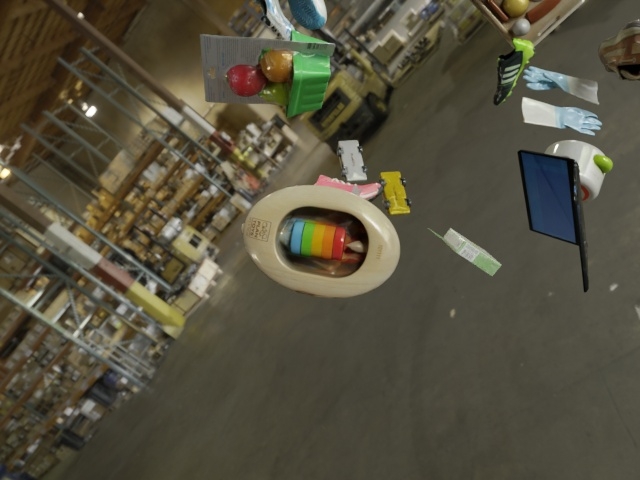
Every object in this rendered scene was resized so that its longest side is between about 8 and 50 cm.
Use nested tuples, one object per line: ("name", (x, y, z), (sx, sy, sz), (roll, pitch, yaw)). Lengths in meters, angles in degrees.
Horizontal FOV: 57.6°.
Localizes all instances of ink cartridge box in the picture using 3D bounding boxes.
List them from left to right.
("ink cartridge box", (0.479, 0.017, 1.953), (0.056, 0.171, 0.235), (-55, 23, 12))

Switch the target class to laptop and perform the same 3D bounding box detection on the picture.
("laptop", (0.517, -0.053, 1.304), (0.136, 0.234, 0.264), (-5, 32, 27))

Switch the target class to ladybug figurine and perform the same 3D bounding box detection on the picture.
("ladybug figurine", (0.000, 0.000, 1.634), (0.162, 0.448, 0.305), (-18, -59, -81))

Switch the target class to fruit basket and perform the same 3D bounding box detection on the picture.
("fruit basket", (-0.154, -0.480, 1.646), (0.327, 0.352, 0.166), (113, 162, -71))

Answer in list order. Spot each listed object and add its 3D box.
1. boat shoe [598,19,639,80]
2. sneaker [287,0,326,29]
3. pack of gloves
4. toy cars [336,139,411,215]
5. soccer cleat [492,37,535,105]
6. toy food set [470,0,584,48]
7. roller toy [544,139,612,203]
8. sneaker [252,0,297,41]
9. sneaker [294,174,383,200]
("boat shoe", (0.790, -0.466, 1.492), (0.123, 0.117, 0.324), (-1, 3, 16))
("sneaker", (-0.027, -0.544, 1.253), (0.229, 0.092, 0.087), (67, 151, 27))
("pack of gloves", (0.655, -0.384, 1.560), (0.046, 0.231, 0.195), (115, 162, -62))
("toy cars", (0.196, -0.228, 2.238), (0.176, 0.393, 0.087), (-45, -13, -26))
("soccer cleat", (0.472, -0.427, 1.476), (0.060, 0.072, 0.179), (-72, 4, -49))
("toy food set", (0.566, -0.719, 1.676), (0.219, 0.306, 0.092), (-42, 7, 27))
("roller toy", (0.785, -0.206, 1.831), (0.209, 0.191, 0.146), (80, -147, -71))
("sneaker", (-0.146, -0.726, 1.957), (0.086, 0.237, 0.085), (-32, 5, -15))
("sneaker", (0.049, -0.159, 1.899), (0.313, 0.136, 0.116), (-15, -5, -5))
